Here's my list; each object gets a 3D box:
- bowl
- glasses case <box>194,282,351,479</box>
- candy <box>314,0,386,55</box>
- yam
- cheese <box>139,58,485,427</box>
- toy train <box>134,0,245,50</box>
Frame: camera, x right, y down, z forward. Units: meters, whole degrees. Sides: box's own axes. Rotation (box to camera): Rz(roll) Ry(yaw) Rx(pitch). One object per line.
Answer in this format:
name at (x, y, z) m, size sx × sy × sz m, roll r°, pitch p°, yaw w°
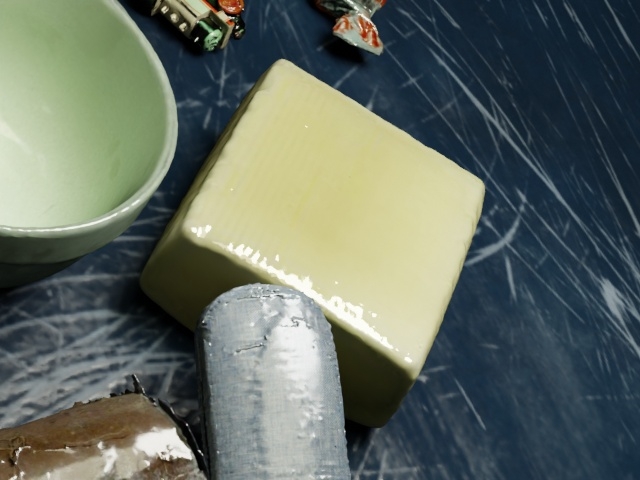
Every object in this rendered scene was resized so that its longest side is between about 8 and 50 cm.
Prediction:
bowl at (-0.281, -0.086, 1.439) m, size 0.307 × 0.163 × 0.307 m, roll 19°, pitch 44°, yaw -19°
glasses case at (-0.033, 0.168, 1.389) m, size 0.109 × 0.067 × 0.282 m, roll -2°, pitch 70°, yaw -17°
candy at (0.036, -0.296, 1.940) m, size 0.086 × 0.059 × 0.292 m, roll 18°, pitch 43°, yaw -14°
yam at (-0.216, 0.187, 1.241) m, size 0.279 × 0.131 × 0.131 m, roll -15°, pitch 61°, yaw -32°
cheese at (0.000, 0.000, 1.584) m, size 0.242 × 0.124 × 0.265 m, roll 29°, pitch 42°, yaw -3°
toy train at (-0.173, -0.275, 1.783) m, size 0.249 × 0.053 × 0.085 m, roll 43°, pitch 49°, yaw 8°
